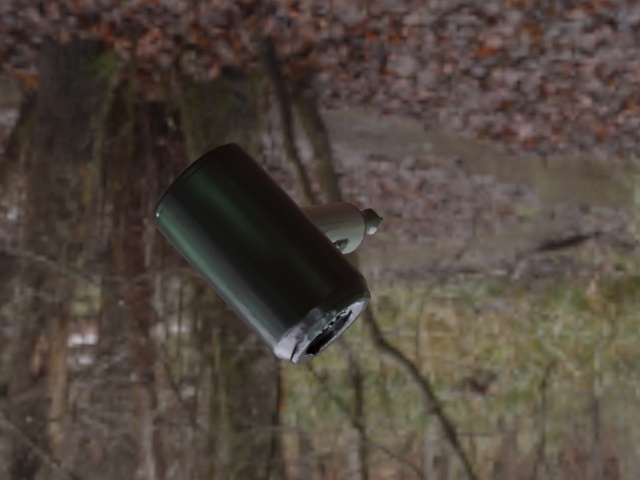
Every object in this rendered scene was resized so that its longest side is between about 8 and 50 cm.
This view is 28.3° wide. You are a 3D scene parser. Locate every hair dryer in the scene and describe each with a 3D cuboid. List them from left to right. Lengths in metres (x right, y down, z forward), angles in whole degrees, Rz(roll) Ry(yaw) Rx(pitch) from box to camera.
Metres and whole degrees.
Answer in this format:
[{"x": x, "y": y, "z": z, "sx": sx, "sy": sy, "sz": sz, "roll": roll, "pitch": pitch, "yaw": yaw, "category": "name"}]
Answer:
[{"x": 0.000, "y": 0.000, "z": 0.654, "sx": 0.057, "sy": 0.100, "sz": 0.197, "roll": -47, "pitch": 168, "yaw": 20, "category": "hair dryer"}]
